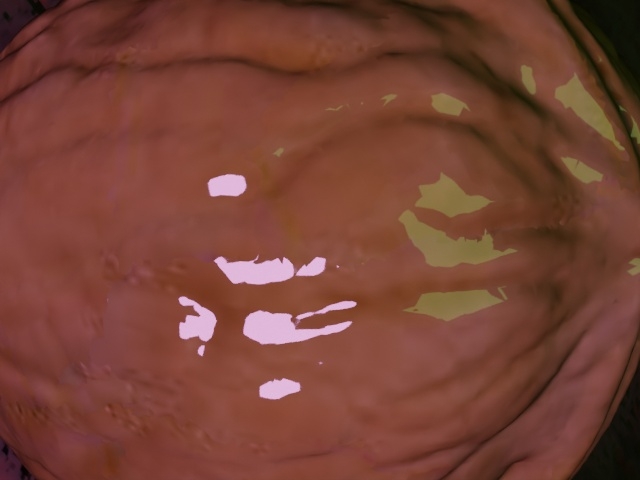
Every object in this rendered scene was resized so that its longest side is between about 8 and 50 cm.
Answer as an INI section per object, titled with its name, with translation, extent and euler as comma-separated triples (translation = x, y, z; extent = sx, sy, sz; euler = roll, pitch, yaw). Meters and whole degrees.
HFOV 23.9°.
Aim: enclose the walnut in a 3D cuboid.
[walnut]
translation = 0.000, 0.000, 0.461
extent = 0.228, 0.228, 0.228
euler = 8, 79, -42
